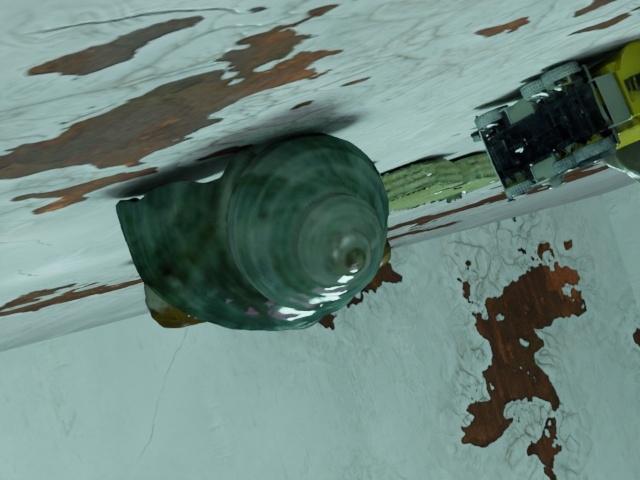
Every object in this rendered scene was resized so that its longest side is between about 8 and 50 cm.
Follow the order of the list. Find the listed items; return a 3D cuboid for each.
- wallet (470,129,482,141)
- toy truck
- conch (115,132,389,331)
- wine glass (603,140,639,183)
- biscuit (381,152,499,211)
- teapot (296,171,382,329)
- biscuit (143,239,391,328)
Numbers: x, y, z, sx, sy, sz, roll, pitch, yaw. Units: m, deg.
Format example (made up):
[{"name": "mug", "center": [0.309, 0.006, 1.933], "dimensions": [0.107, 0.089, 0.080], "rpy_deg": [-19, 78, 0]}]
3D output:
[{"name": "wallet", "center": [0.274, -0.144, 1.571], "dimensions": [0.197, 0.020, 0.103], "rpy_deg": [-13, 176, -37]}, {"name": "toy truck", "center": [0.247, -0.113, 1.325], "dimensions": [0.114, 0.098, 0.227], "rpy_deg": [-21, 177, -22]}, {"name": "conch", "center": [-0.041, -0.007, 1.221], "dimensions": [0.220, 0.195, 0.277], "rpy_deg": [23, 178, -38]}, {"name": "wine glass", "center": [0.380, -0.131, 1.335], "dimensions": [0.156, 0.156, 0.232], "rpy_deg": [-15, 179, -26]}, {"name": "biscuit", "center": [0.145, -0.074, 1.825], "dimensions": [0.147, 0.046, 0.250], "rpy_deg": [-21, 174, 33]}, {"name": "teapot", "center": [0.000, 0.000, 1.635], "dimensions": [0.149, 0.162, 0.239], "rpy_deg": [-25, 153, -44]}, {"name": "biscuit", "center": [-0.058, 0.028, 1.932], "dimensions": [0.366, 0.115, 0.268], "rpy_deg": [-16, 176, -33]}]
